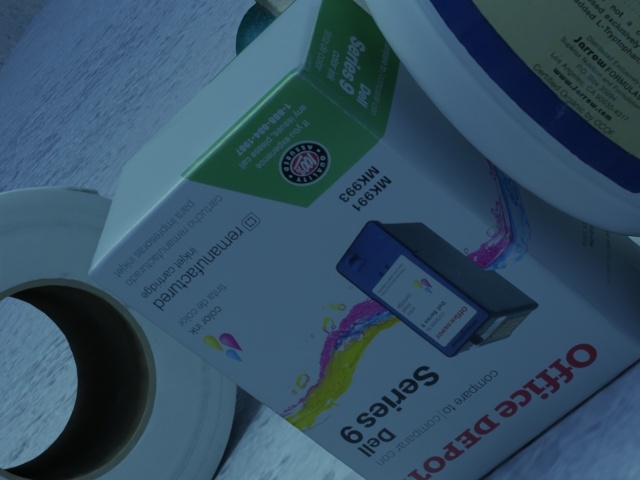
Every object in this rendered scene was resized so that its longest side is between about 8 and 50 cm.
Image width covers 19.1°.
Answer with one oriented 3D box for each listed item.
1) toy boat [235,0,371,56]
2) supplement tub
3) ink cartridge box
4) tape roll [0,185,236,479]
[{"bbox_3d":[-0.027,-0.111,1.087,0.148,0.318,0.267,-40,13,1],"label":"toy boat"},{"bbox_3d":[0.189,-0.175,0.814,0.316,0.228,0.228,-42,19,28],"label":"supplement tub"},{"bbox_3d":[0.026,0.009,0.885,0.154,0.212,0.093,-41,22,29],"label":"ink cartridge box"},{"bbox_3d":[-0.196,0.093,1.238,0.246,0.246,0.169,-56,17,-16],"label":"tape roll"}]
